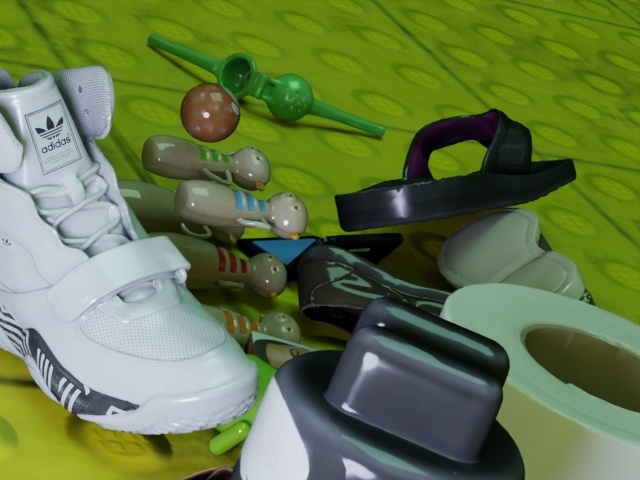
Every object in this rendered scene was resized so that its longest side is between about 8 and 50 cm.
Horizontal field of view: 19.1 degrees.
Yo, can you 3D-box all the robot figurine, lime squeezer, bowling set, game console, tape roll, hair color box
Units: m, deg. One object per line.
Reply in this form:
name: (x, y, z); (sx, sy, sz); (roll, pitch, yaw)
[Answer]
robot figurine: (0.025, 0.180, 1.188); (0.209, 0.278, 0.173); (4, 25, -46)
lime squeezer: (-0.067, -0.190, 2.265); (0.310, 0.059, 0.110); (21, 22, 1)
bowling set: (-0.075, -0.032, 1.718); (0.154, 0.200, 0.287); (10, 29, -30)
game console: (0.000, 0.000, 1.870); (0.122, 0.107, 0.071); (-4, 61, -46)
tape roll: (0.214, 0.145, 1.561); (0.286, 0.100, 0.286); (19, 20, -7)
hair color box: (0.003, 0.128, 1.606); (0.141, 0.043, 0.072); (16, 23, -13)
robot figurine: (-0.046, 0.135, 1.511); (0.115, 0.067, 0.101); (32, 30, 25)

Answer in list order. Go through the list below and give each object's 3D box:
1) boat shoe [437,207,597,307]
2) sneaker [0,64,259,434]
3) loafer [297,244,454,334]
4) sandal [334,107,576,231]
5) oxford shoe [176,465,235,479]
boat shoe: (0.203, 0.050, 1.899); (0.097, 0.116, 0.324); (58, -2, -17)
sneaker: (-0.187, -0.005, 1.469); (0.137, 0.210, 0.366); (-24, 41, -38)
loafer: (0.073, 0.084, 1.755); (0.220, 0.080, 0.078); (22, 54, -1)
sandal: (0.156, -0.084, 2.031); (0.167, 0.107, 0.446); (-8, 2, 25)
oxford shoe: (-0.056, 0.193, 1.362); (0.076, 0.076, 0.212); (32, 22, 28)
